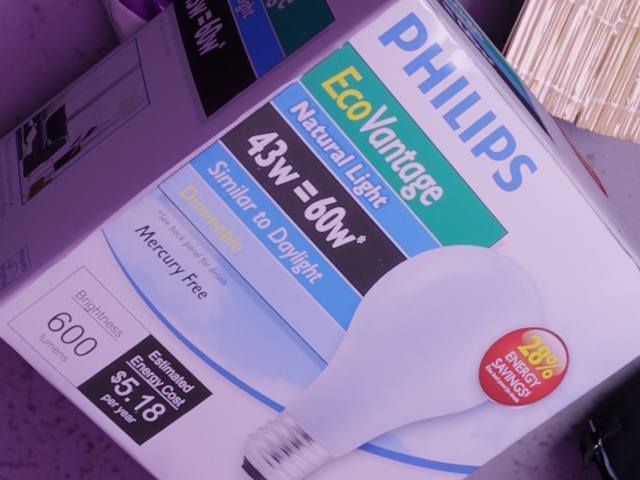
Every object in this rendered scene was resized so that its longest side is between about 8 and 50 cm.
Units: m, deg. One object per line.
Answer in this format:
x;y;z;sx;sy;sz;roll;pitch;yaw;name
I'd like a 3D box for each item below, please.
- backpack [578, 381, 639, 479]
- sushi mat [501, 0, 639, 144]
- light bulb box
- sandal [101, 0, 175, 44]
0.366;0.229;1.602;0.191;0.225;0.253;-36;115;9;backpack
0.257;-0.236;1.478;0.151;0.019;0.316;21;98;-21;sushi mat
0.000;0.000;1.369;0.361;0.225;0.358;-37;122;10;light bulb box
-0.083;-0.187;1.425;0.169;0.102;0.416;-38;111;-4;sandal
